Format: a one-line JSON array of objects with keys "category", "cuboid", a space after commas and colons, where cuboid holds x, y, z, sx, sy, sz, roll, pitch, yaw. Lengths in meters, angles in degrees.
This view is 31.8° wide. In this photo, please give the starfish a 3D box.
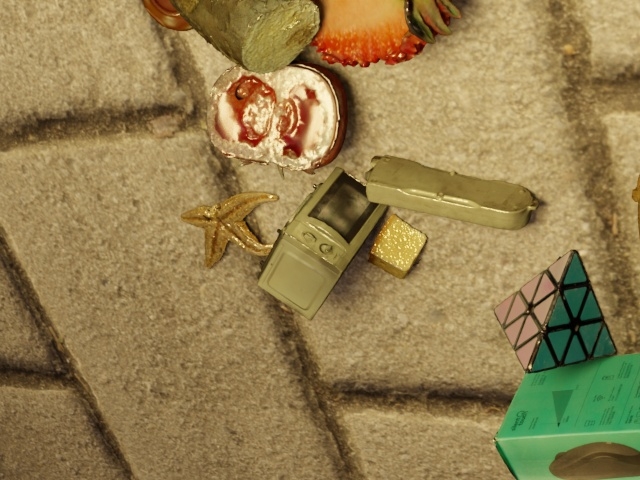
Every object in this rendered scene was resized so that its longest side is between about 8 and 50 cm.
[{"category": "starfish", "cuboid": [-0.157, -0.016, 2.066, 0.247, 0.050, 0.138, -11, 120, 41]}]

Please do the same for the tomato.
[{"category": "tomato", "cuboid": [-0.053, -0.201, 1.772, 0.214, 0.155, 0.180, 16, 107, 13]}]

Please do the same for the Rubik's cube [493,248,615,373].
[{"category": "Rubik's cube", "cuboid": [0.340, 0.158, 1.812, 0.190, 0.178, 0.211, -11, 117, 41]}]

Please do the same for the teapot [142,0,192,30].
[{"category": "teapot", "cuboid": [-0.233, -0.391, 1.796, 0.129, 0.078, 0.098, 45, 95, 6]}]

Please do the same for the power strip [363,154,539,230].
[{"category": "power strip", "cuboid": [0.205, -0.074, 1.776, 0.286, 0.080, 0.048, 12, 136, 21]}]

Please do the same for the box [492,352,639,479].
[{"category": "box", "cuboid": [0.464, 0.289, 1.820, 0.311, 0.205, 0.118, -12, 115, 36]}]

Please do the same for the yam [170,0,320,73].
[{"category": "yam", "cuboid": [-0.120, -0.344, 1.665, 0.254, 0.154, 0.154, 38, 142, 36]}]

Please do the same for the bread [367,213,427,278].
[{"category": "bread", "cuboid": [0.133, 0.017, 1.935, 0.084, 0.080, 0.109, 31, 170, 6]}]

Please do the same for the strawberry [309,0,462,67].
[{"category": "strawberry", "cuboid": [0.082, -0.369, 1.599, 0.306, 0.138, 0.233, 6, 113, 60]}]

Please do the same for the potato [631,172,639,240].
[{"category": "potato", "cuboid": [0.597, 0.028, 1.455, 0.442, 0.319, 0.385, 44, 134, -3]}]

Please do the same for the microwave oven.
[{"category": "microwave oven", "cuboid": [0.000, 0.000, 1.869, 0.129, 0.205, 0.163, 35, 134, 2]}]
